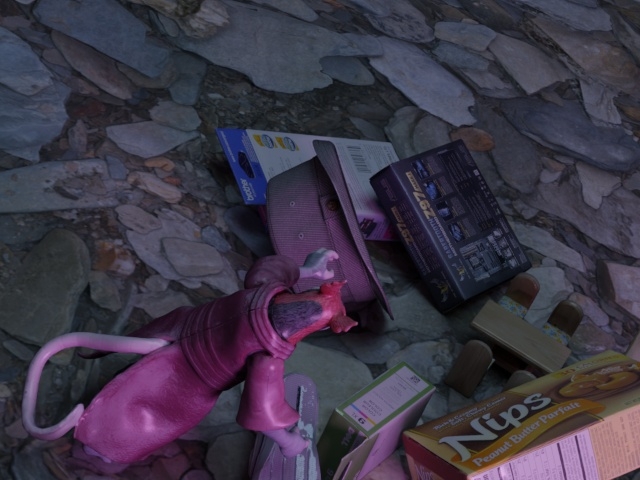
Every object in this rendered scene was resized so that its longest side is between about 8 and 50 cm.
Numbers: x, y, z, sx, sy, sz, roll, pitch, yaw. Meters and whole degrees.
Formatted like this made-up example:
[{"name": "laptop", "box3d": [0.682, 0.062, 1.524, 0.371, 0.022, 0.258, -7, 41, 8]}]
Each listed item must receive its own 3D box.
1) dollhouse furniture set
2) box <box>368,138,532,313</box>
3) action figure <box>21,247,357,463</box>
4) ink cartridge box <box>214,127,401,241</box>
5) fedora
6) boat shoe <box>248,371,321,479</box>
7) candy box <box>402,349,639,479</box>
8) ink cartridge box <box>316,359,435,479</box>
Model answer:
[{"name": "dollhouse furniture set", "box3d": [0.333, 0.149, 2.041, 0.242, 0.161, 0.212, 32, 37, 11]}, {"name": "box", "box3d": [0.197, -0.025, 2.200, 0.183, 0.059, 0.232, -23, 81, -46]}, {"name": "action figure", "box3d": [-0.120, 0.106, 1.659, 0.276, 0.370, 0.248, 26, 48, -41]}, {"name": "ink cartridge box", "box3d": [-0.004, -0.084, 2.230, 0.311, 0.065, 0.185, 5, 41, -28]}, {"name": "fedora", "box3d": [0.000, 0.000, 2.034, 0.124, 0.244, 0.275, -19, 84, 2]}, {"name": "boat shoe", "box3d": [-0.044, 0.270, 1.751, 0.083, 0.076, 0.226, 22, 52, -13]}, {"name": "candy box", "box3d": [0.283, 0.242, 1.807, 0.317, 0.087, 0.183, -20, 15, -18]}, {"name": "ink cartridge box", "box3d": [0.048, 0.241, 1.807, 0.062, 0.109, 0.209, 38, 38, 18]}]
